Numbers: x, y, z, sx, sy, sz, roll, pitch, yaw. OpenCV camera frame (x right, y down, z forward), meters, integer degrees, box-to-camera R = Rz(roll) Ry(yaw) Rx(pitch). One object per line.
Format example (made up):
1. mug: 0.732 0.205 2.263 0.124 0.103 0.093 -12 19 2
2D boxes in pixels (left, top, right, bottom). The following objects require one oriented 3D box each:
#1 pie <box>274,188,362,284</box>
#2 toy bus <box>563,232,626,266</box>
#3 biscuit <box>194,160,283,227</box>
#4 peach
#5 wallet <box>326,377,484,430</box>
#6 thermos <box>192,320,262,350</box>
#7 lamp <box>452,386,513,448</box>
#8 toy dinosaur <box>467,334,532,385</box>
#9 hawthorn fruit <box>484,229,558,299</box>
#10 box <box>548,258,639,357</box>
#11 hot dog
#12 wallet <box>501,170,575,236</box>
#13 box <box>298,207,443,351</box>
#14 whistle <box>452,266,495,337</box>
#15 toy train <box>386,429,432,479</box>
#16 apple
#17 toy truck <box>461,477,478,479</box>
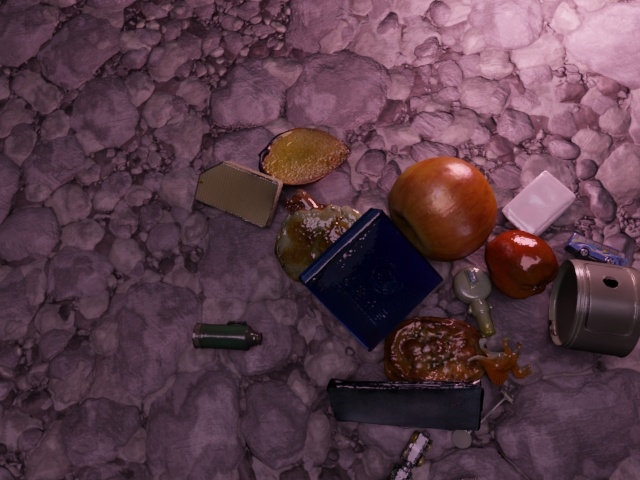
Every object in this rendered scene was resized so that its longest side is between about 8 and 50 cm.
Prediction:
1. pie: 0.000 0.009 1.508 0.275 0.105 0.256 20 95 12
2. toy bus: 0.741 0.035 1.429 0.153 0.051 0.061 24 76 12
3. biscuit: -0.243 -0.146 1.562 0.253 0.052 0.150 21 109 12
4. peach: -0.044 -0.242 1.573 0.280 0.068 0.188 0 76 10
5. wallet: 0.211 0.414 1.338 0.380 0.190 0.046 -1 41 11
6. thermos: -0.257 0.271 1.492 0.188 0.083 0.073 2 100 6
7. lamp: 0.424 0.465 1.388 0.198 0.056 0.050 -45 78 7
8. toy dinosaur: 0.450 0.316 1.357 0.212 0.057 0.142 -18 104 -23
9. hawthorn fruit: 0.521 0.060 1.392 0.190 0.189 0.189 -1 78 7
10. box: 0.677 0.166 1.317 0.150 0.226 0.225 8 79 8
11. hot dog: 0.302 0.301 1.389 0.273 0.122 0.195 3 75 9
12. wallet: 0.609 -0.098 1.484 0.183 0.032 0.124 -44 77 -2
13. box: 0.132 0.101 1.408 0.279 0.116 0.261 -44 103 -2
14. whistle: 0.419 0.160 1.414 0.104 0.057 0.198 -9 59 -2
15. toy train: 0.221 0.579 1.361 0.060 0.081 0.202 32 76 11
16. apple: 0.320 -0.085 1.398 0.233 0.286 0.286 -36 76 -9
17. toy truck: 0.317 0.719 1.294 0.111 0.136 0.285 0 70 38
